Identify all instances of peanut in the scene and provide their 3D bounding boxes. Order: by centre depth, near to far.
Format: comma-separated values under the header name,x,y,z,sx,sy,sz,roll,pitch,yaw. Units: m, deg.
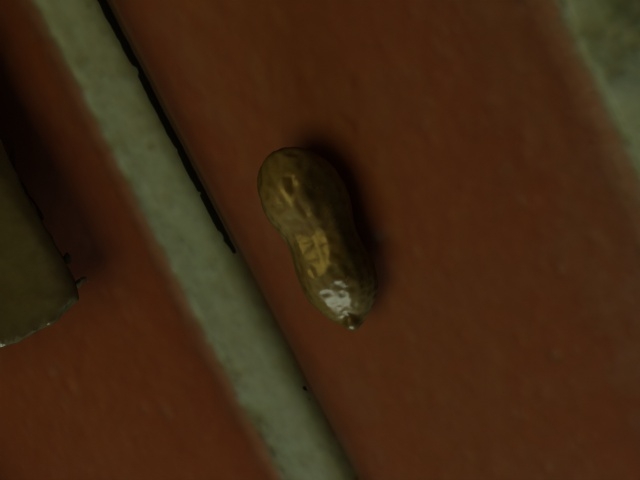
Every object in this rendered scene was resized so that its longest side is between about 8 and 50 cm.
name,x,y,z,sx,sy,sz,roll,pitch,yaw
peanut,0.000,0.000,0.735,0.037,0.037,0.083,-8,109,30

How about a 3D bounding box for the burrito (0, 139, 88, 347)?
name,x,y,z,sx,sy,sz,roll,pitch,yaw
burrito,-0.263,-0.077,0.790,0.190,0.135,0.332,-22,96,40
